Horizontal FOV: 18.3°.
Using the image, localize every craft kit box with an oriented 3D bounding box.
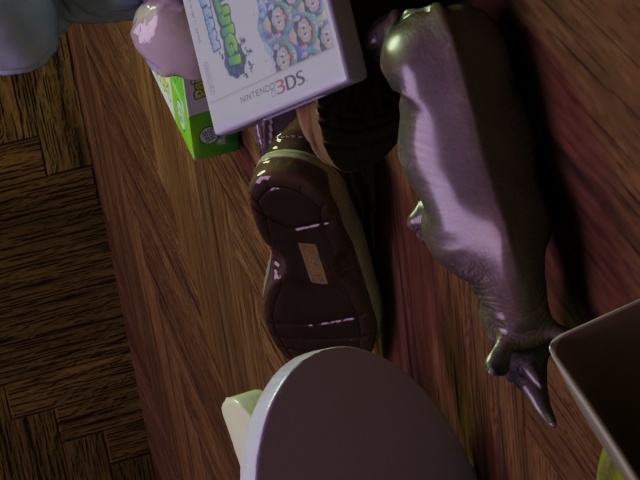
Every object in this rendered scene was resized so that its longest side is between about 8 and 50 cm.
[{"bbox_3d":[-0.148,-0.248,1.993,0.250,0.061,0.246,-119,15,-53],"label":"craft kit box"}]

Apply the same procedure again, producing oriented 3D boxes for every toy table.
[{"bbox_3d":[0.010,0.217,1.390,0.161,0.252,0.274,-20,75,62],"label":"toy table"}]

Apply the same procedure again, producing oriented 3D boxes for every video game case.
[{"bbox_3d":[-0.037,-0.152,1.158,0.143,0.019,0.157,-17,85,54],"label":"video game case"}]

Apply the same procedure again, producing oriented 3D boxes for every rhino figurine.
[{"bbox_3d":[0.086,-0.015,1.061,0.106,0.073,0.243,158,96,-82],"label":"rhino figurine"}]

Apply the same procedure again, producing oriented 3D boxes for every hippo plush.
[{"bbox_3d":[-0.204,-0.248,1.606,0.294,0.236,0.234,-91,-9,-67],"label":"hippo plush"}]

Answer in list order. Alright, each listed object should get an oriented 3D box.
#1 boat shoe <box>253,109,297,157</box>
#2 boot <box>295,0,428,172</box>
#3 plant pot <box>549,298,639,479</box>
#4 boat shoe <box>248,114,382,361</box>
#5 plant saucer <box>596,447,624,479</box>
[{"bbox_3d":[-0.051,-0.182,1.464,0.324,0.097,0.116,88,165,-47],"label":"boat shoe"},{"bbox_3d":[-0.048,-0.187,1.254,0.269,0.089,0.236,23,117,47],"label":"boot"},{"bbox_3d":[0.163,0.081,0.737,0.109,0.109,0.096,-118,5,-51],"label":"plant pot"},{"bbox_3d":[0.008,0.001,1.498,0.257,0.095,0.095,86,-161,-53],"label":"boat shoe"},{"bbox_3d":[0.181,0.176,0.925,0.241,0.037,0.241,166,90,-79],"label":"plant saucer"}]
